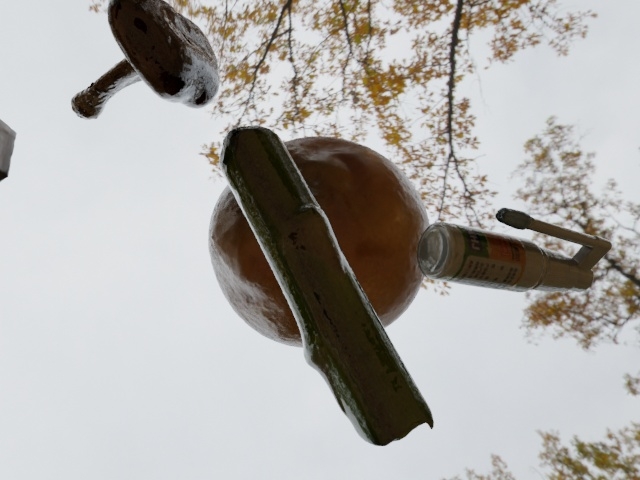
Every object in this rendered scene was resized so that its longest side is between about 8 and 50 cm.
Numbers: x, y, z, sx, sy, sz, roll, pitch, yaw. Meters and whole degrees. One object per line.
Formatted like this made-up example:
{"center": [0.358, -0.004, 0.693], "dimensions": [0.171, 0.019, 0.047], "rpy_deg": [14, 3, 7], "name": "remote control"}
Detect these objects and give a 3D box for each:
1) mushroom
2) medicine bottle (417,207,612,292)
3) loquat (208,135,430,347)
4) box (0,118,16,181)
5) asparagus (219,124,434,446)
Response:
{"center": [-0.264, -0.223, 0.771], "dimensions": [0.218, 0.227, 0.147], "rpy_deg": [-23, -100, 13], "name": "mushroom"}
{"center": [0.216, 0.014, 0.613], "dimensions": [0.221, 0.061, 0.092], "rpy_deg": [10, -55, -27], "name": "medicine bottle"}
{"center": [0.000, 0.000, 0.839], "dimensions": [0.329, 0.328, 0.327], "rpy_deg": [-2, -81, -14], "name": "loquat"}
{"center": [-0.469, -0.121, 0.565], "dimensions": [0.153, 0.188, 0.252], "rpy_deg": [-44, -55, 1], "name": "box"}
{"center": [-0.005, 0.027, 0.443], "dimensions": [0.067, 0.060, 0.277], "rpy_deg": [-36, -112, 23], "name": "asparagus"}
